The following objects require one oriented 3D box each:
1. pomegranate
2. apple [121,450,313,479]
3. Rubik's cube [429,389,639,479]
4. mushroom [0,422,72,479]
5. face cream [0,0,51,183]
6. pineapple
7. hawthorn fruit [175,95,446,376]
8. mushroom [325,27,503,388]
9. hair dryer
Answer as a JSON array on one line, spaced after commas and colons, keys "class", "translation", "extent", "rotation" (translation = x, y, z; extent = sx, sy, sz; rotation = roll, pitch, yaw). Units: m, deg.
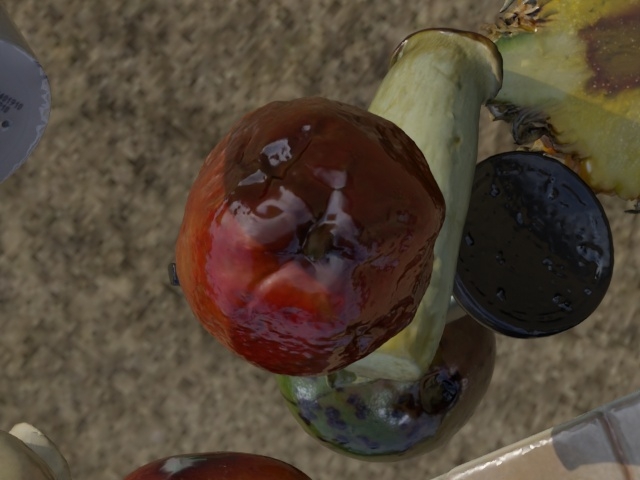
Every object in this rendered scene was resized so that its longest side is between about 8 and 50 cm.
[{"class": "pomegranate", "translation": [0.042, 0.107, 1.933], "extent": [0.306, 0.242, 0.242], "rotation": [34, 141, 32]}, {"class": "apple", "translation": [-0.061, 0.232, 1.205], "extent": [0.199, 0.199, 0.199], "rotation": [16, 134, 18]}, {"class": "Rubik's cube", "translation": [0.280, 0.299, 1.513], "extent": [0.319, 0.322, 0.315], "rotation": [-26, 79, 23]}, {"class": "mushroom", "translation": [-0.267, 0.226, 1.328], "extent": [0.246, 0.202, 0.246], "rotation": [18, 134, 20]}, {"class": "face cream", "translation": [-0.206, -0.117, 0.792], "extent": [0.214, 0.096, 0.096], "rotation": [55, 149, 36]}, {"class": "pineapple", "translation": [0.223, -0.189, 1.532], "extent": [0.286, 0.209, 0.344], "rotation": [-11, 111, -8]}, {"class": "hawthorn fruit", "translation": [0.000, -0.003, 1.031], "extent": [0.173, 0.173, 0.179], "rotation": [42, 147, -8]}, {"class": "mushroom", "translation": [0.066, -0.035, 1.301], "extent": [0.100, 0.312, 0.081], "rotation": [-11, 139, 36]}, {"class": "hair dryer", "translation": [0.047, 0.049, 1.506], "extent": [0.320, 0.284, 0.155], "rotation": [-29, 74, 56]}]
